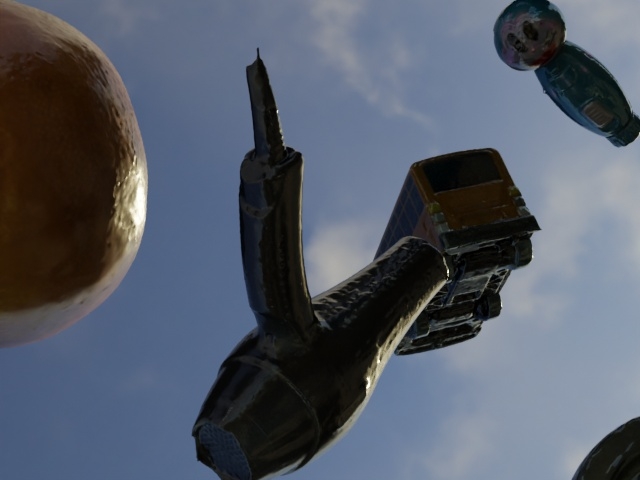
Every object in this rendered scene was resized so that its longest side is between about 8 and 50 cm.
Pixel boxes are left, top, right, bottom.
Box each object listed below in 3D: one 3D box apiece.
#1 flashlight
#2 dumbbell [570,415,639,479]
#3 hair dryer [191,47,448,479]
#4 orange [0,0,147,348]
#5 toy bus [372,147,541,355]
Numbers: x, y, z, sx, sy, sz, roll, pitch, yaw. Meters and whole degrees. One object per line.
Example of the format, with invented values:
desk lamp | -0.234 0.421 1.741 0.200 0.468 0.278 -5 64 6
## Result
flashlight | 0.168 -0.112 0.964 0.129 0.051 0.051 38 -103 -25
dumbbell | 0.231 0.257 0.920 0.179 0.179 0.406 -45 -28 -27
hair dryer | 0.000 0.000 0.891 0.235 0.091 0.271 -42 -40 -38
orange | -0.246 -0.050 1.076 0.261 0.261 0.261 -28 -52 -41
toy bus | 0.101 0.012 1.185 0.091 0.103 0.182 -12 -29 -19
